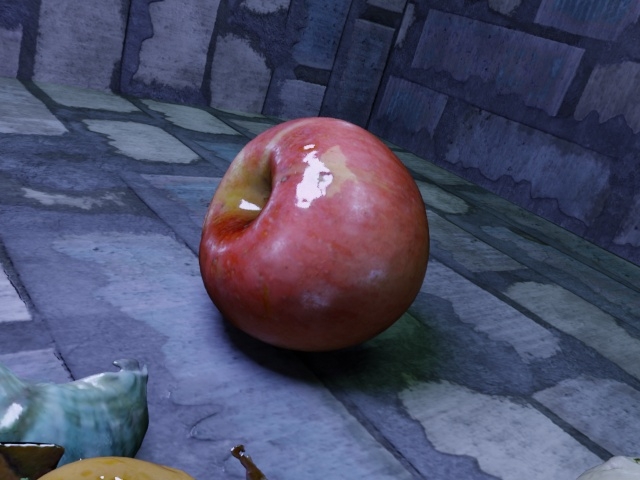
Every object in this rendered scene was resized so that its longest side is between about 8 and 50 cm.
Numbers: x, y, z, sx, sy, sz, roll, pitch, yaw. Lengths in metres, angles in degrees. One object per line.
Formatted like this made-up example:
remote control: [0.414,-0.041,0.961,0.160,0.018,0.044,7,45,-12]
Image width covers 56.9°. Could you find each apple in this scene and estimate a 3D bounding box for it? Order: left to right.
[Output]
apple: [0.000,0.000,0.924,0.363,0.364,0.364,16,20,-6]

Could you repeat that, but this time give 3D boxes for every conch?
conch: [-0.287,0.164,0.525,0.277,0.196,0.220,-19,10,-22]

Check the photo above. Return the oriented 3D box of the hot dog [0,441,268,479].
hot dog: [-0.097,0.232,0.402,0.325,0.107,0.194,15,63,-22]

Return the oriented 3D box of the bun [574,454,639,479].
bun: [0.411,0.340,0.688,0.231,0.133,0.231,16,18,-6]
